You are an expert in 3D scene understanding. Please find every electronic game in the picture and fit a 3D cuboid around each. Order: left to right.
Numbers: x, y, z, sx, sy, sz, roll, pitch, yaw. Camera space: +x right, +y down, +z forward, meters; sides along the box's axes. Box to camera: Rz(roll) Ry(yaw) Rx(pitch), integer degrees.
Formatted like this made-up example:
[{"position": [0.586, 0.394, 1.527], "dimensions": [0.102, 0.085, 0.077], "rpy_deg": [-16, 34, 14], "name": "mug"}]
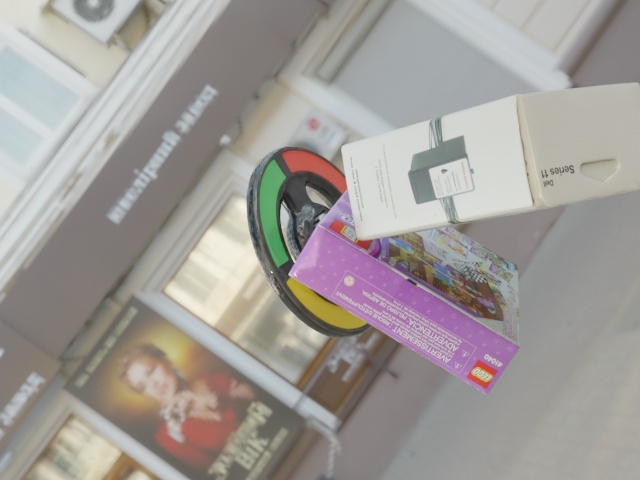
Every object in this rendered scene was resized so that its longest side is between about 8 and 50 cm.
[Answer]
[{"position": [0.000, 0.000, 1.272], "dimensions": [0.048, 0.229, 0.229], "rpy_deg": [-26, 15, 35], "name": "electronic game"}]

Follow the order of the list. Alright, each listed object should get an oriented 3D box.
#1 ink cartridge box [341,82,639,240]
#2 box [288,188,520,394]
[{"position": [0.142, -0.062, 0.913], "dimensions": [0.153, 0.087, 0.208], "rpy_deg": [-11, 0, -38], "name": "ink cartridge box"}, {"position": [0.093, 0.029, 1.089], "dimensions": [0.057, 0.201, 0.293], "rpy_deg": [-59, -2, 15], "name": "box"}]
